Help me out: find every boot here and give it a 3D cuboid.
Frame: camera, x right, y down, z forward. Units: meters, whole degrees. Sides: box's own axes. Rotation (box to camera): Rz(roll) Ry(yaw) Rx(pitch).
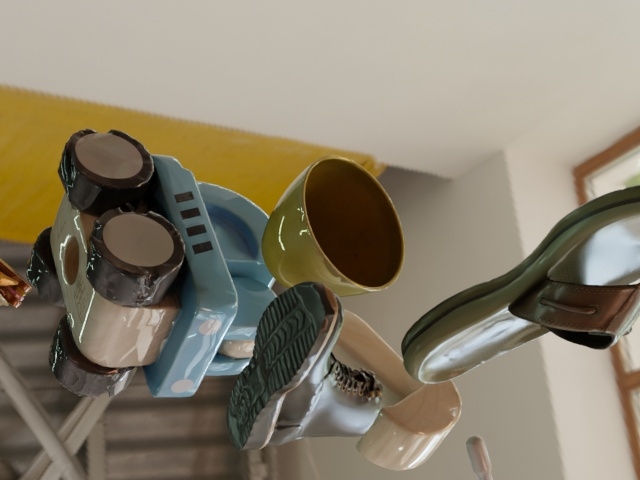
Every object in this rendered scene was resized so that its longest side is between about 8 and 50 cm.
[{"bbox_3d":[0.011,0.108,0.944,0.137,0.198,0.077,3,-130,-27],"label":"boot"}]

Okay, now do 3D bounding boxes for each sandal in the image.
[{"bbox_3d":[0.199,0.054,0.863,0.120,0.303,0.086,21,-137,-42],"label":"sandal"}]

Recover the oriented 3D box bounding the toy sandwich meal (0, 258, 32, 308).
[{"bbox_3d":[-0.247,0.016,0.800,0.029,0.085,0.085,-42,-85,-15],"label":"toy sandwich meal"}]

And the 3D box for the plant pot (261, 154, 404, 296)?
[{"bbox_3d":[0.000,0.000,1.029,0.134,0.095,0.134,26,-130,-36],"label":"plant pot"}]

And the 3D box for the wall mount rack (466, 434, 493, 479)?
[{"bbox_3d":[0.266,0.317,0.963,0.130,0.350,0.304,45,-144,-57],"label":"wall mount rack"}]

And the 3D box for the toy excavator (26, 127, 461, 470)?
[{"bbox_3d":[-0.087,0.082,1.315,0.445,0.222,0.433,1,-135,-30],"label":"toy excavator"}]
